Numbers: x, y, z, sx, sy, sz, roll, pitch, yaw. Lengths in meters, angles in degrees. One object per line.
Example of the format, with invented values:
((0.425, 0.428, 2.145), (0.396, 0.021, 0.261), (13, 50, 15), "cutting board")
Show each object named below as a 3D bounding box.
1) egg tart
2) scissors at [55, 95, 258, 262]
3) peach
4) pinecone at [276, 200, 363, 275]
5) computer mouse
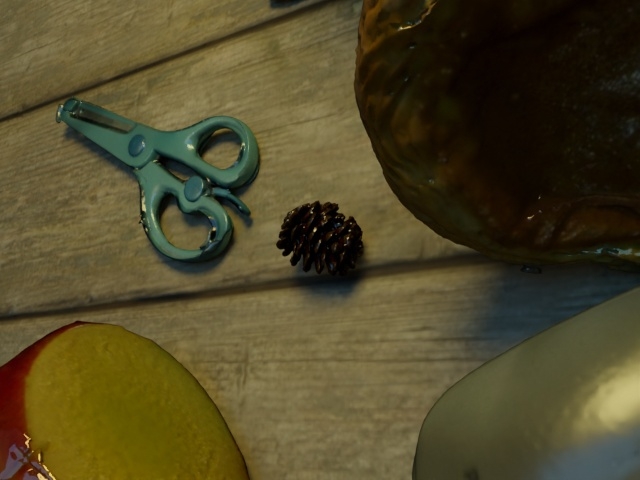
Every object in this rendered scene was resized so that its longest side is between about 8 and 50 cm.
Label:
((0.193, -0.127, 0.385), (0.352, 0.352, 0.150), (-25, 35, 21), "egg tart")
((-0.224, -0.108, 0.767), (0.393, 0.032, 0.180), (28, 90, 32), "scissors")
((-0.190, 0.226, 0.537), (0.275, 0.249, 0.245), (38, 130, 20), "peach")
((0.000, 0.000, 0.584), (0.083, 0.077, 0.077), (41, 97, 23), "pinecone")
((0.212, 0.141, 0.406), (0.331, 0.095, 0.197), (-35, 65, 16), "computer mouse")
